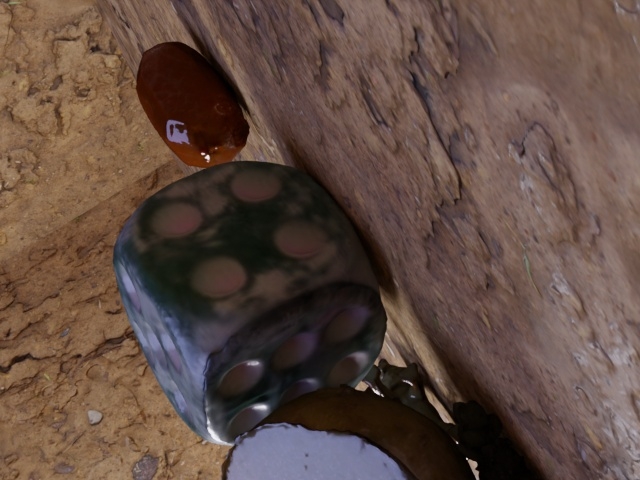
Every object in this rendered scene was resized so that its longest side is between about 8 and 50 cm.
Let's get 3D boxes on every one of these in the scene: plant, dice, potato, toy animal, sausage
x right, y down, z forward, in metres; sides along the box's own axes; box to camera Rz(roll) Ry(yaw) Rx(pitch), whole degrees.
[{"bbox_3d":[0.234,0.292,1.541,0.174,0.087,0.085,59,138,15],"label":"plant"},{"bbox_3d":[-0.112,0.101,1.789,0.348,0.327,0.331,49,155,39],"label":"dice"},{"bbox_3d":[0.102,0.405,1.676,0.442,0.385,0.319,52,-147,11],"label":"potato"},{"bbox_3d":[0.173,0.294,1.916,0.312,0.097,0.157,48,180,40],"label":"toy animal"},{"bbox_3d":[-0.237,-0.246,2.047,0.268,0.153,0.141,53,172,30],"label":"sausage"}]

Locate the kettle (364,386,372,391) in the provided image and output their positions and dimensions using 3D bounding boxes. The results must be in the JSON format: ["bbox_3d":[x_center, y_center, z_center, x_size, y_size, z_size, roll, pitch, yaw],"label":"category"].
[{"bbox_3d":[0.149,0.429,2.339,0.240,0.165,0.255,-78,-35,-59],"label":"kettle"}]
